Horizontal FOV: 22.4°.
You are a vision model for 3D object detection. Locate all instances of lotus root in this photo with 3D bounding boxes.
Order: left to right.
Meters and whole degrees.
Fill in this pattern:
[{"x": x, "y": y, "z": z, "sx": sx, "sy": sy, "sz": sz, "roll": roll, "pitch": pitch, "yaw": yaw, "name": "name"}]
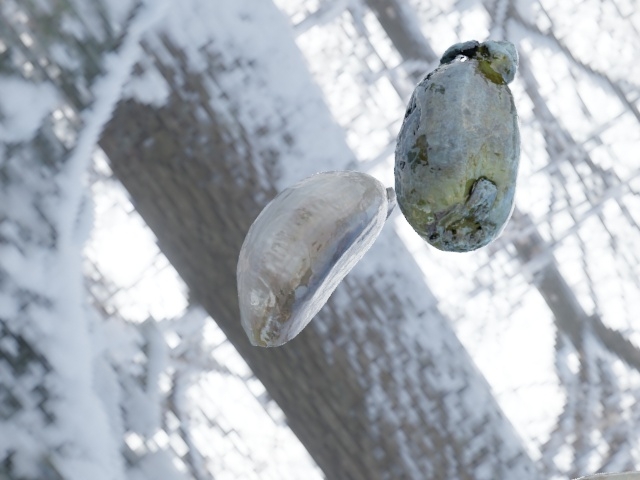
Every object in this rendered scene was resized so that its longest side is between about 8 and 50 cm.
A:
[{"x": 0.090, "y": -0.062, "z": 1.034, "sx": 0.088, "sy": 0.088, "sz": 0.165, "roll": -17, "pitch": -129, "yaw": 39, "name": "lotus root"}]

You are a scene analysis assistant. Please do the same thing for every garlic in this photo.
[{"x": -0.006, "y": -0.003, "z": 1.424, "sx": 0.087, "sy": 0.101, "sz": 0.195, "roll": 27, "pitch": -119, "yaw": 24, "name": "garlic"}]

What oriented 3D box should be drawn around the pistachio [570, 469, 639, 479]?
[{"x": 0.205, "y": 0.258, "z": 1.063, "sx": 0.230, "sy": 0.230, "sz": 0.309, "roll": -44, "pitch": -162, "yaw": -20, "name": "pistachio"}]
